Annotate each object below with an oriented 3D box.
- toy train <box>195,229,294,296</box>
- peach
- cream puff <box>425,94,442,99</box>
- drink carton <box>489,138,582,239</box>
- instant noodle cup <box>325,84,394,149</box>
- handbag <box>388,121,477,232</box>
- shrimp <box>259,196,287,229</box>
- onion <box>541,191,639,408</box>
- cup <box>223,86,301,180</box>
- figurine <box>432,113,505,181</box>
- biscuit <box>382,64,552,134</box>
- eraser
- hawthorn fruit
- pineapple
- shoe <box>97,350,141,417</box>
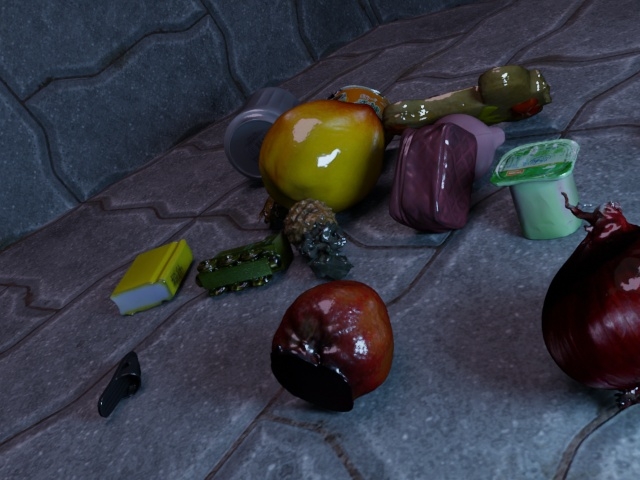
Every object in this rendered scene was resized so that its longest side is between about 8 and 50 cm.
[{"bbox_3d":[-0.179,0.055,1.535,0.225,0.090,0.137,-13,19,23],"label":"toy train"},{"bbox_3d":[0.011,-0.206,1.644,0.308,0.289,0.289,-47,29,-12],"label":"peach"},{"bbox_3d":[0.334,-0.375,1.948,0.149,0.084,0.149,-22,23,10],"label":"cream puff"},{"bbox_3d":[0.409,-0.088,1.214,0.146,0.142,0.144,-6,32,36],"label":"drink carton"},{"bbox_3d":[0.091,-0.287,1.848,0.230,0.230,0.182,-13,36,24],"label":"instant noodle cup"},{"bbox_3d":[0.233,-0.129,1.373,0.146,0.225,0.135,12,-7,-44],"label":"handbag"},{"bbox_3d":[-0.092,-0.094,1.791,0.150,0.068,0.249,-5,25,26],"label":"shrimp"},{"bbox_3d":[0.386,0.045,0.808,0.273,0.285,0.273,-25,-12,-6],"label":"onion"},{"bbox_3d":[-0.136,-0.344,2.184,0.322,0.237,0.327,9,26,-1],"label":"cup"},{"bbox_3d":[0.319,-0.208,1.519,0.173,0.173,0.173,-20,24,9],"label":"figurine"},{"bbox_3d":[0.360,-0.310,1.626,0.394,0.076,0.368,-12,-7,21],"label":"biscuit"},{"bbox_3d":[-0.424,0.092,1.700,0.158,0.069,0.226,-16,25,14],"label":"eraser"},{"bbox_3d":[0.035,0.153,1.048,0.189,0.189,0.251,-10,8,29],"label":"hawthorn fruit"},{"bbox_3d":[-0.001,0.001,1.447,0.128,0.128,0.248,-26,29,-4],"label":"pineapple"},{"bbox_3d":[-0.374,0.279,1.283,0.053,0.062,0.159,-2,29,16],"label":"shoe"}]
